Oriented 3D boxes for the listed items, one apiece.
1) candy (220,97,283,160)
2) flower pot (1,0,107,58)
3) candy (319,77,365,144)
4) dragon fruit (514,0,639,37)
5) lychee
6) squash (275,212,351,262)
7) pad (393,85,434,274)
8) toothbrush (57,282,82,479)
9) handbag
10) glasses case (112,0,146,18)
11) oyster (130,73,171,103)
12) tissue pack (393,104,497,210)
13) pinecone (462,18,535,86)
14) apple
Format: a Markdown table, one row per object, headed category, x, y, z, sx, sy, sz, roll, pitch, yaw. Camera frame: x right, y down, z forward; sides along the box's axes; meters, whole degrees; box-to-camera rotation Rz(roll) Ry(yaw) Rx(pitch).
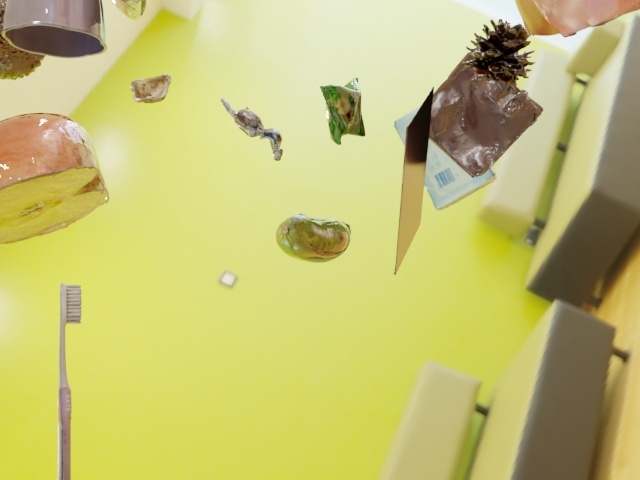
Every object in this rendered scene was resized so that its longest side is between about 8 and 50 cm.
| category | x | y | z | sx | sy | sz | roll | pitch | yaw |
| --- | --- | --- | --- | --- | --- | --- | --- | --- | --- |
| candy | -0.170 | -0.279 | 1.970 | 0.051 | 0.226 | 0.094 | -36 | -27 | -22 |
| flower pot | -0.693 | -0.631 | 2.082 | 0.265 | 0.265 | 0.243 | 72 | -162 | -87 |
| candy | 0.055 | -0.306 | 1.862 | 0.203 | 0.078 | 0.141 | -29 | -55 | -62 |
| dragon fruit | 0.345 | -0.412 | 0.988 | 0.305 | 0.226 | 0.305 | -31 | 15 | 9 |
| lychee | -0.948 | -0.604 | 2.338 | 0.267 | 0.267 | 0.267 | -64 | -2 | -4 |
| squash | 0.000 | 0.000 | 1.568 | 0.094 | 0.094 | 0.341 | -64 | -19 | 9 |
| pad | 0.172 | -0.110 | 1.464 | 0.202 | 0.005 | 0.299 | -57 | -27 | -53 |
| toothbrush | -0.330 | 0.230 | 1.043 | 0.024 | 0.029 | 0.354 | 145 | 123 | -67 |
| handbag | 0.338 | -0.272 | 1.709 | 0.216 | 0.203 | 0.074 | -51 | 0 | 24 |
| glasses case | -0.509 | -0.645 | 2.085 | 0.067 | 0.103 | 0.267 | -49 | 11 | -6 |
| oyster | -0.297 | -0.266 | 1.405 | 0.093 | 0.051 | 0.034 | -19 | -10 | -39 |
| tissue pack | 0.324 | -0.232 | 2.060 | 0.177 | 0.263 | 0.089 | -30 | -13 | 22 |
| pinecone | 0.349 | -0.362 | 1.531 | 0.140 | 0.140 | 0.121 | -59 | -17 | -69 |
| apple | -0.500 | -0.118 | 1.331 | 0.251 | 0.163 | 0.293 | -22 | -11 | -12 |
